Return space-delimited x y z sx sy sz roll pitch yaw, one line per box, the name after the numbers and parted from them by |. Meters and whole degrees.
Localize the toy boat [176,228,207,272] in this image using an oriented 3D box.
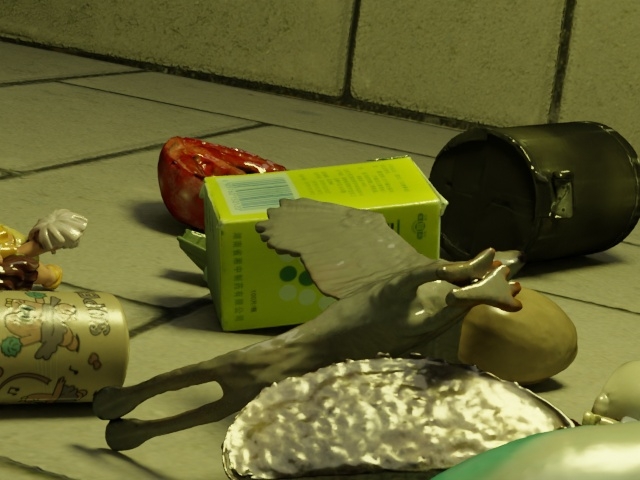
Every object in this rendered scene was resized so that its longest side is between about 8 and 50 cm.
-0.026 0.042 1.794 0.293 0.055 0.093 11 13 5 | toy boat

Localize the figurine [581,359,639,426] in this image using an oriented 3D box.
0.336 0.184 1.233 0.236 0.127 0.155 18 -4 26 | figurine

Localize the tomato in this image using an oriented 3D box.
-0.125 -0.057 2.092 0.228 0.101 0.228 15 16 -4 | tomato

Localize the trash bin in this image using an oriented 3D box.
0.307 -0.066 2.201 0.252 0.202 0.302 -6 2 38 | trash bin

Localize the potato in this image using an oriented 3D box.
0.054 0.160 1.135 0.261 0.100 0.120 -1 40 -7 | potato

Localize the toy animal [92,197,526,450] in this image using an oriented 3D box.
0.009 0.063 1.221 0.284 0.225 0.302 -22 -1 -45 | toy animal

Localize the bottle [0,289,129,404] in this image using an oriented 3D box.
-0.271 0.084 1.282 0.209 0.110 0.097 3 20 -30 | bottle

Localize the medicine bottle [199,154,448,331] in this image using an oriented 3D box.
0.000 0.000 1.660 0.250 0.137 0.141 -5 24 -10 | medicine bottle

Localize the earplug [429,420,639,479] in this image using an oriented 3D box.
0.209 0.199 1.018 0.324 0.185 0.185 -2 14 -13 | earplug

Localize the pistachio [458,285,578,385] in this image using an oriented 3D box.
0.198 0.100 1.583 0.149 0.113 0.113 12 10 -23 | pistachio

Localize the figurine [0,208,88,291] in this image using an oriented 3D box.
-0.338 0.012 1.563 0.175 0.115 0.240 15 7 17 | figurine

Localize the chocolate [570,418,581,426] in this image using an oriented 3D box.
0.184 0.170 1.411 0.183 0.028 0.086 8 9 1 | chocolate
